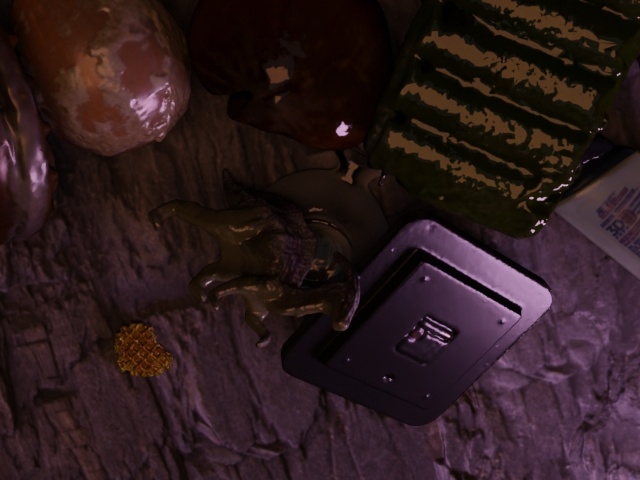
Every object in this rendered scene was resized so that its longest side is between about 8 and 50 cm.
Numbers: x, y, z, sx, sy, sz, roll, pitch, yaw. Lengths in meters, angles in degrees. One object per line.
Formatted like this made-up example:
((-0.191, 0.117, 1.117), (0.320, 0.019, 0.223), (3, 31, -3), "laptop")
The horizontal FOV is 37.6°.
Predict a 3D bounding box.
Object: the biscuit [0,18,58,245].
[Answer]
((-0.405, -0.144, 1.064), (0.103, 0.332, 0.332), (-24, 110, -33), "biscuit")

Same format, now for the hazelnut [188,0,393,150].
((-0.024, -0.208, 1.073), (0.217, 0.217, 0.251), (-44, 113, 14), "hazelnut")

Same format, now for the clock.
((0.125, 0.113, 1.180), (0.278, 0.049, 0.273), (27, 114, -33), "clock")

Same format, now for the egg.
((-0.256, -0.213, 1.082), (0.203, 0.203, 0.245), (-30, 97, 11), "egg")

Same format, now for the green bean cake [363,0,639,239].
((0.188, -0.187, 1.016), (0.218, 0.319, 0.335), (26, 102, -3), "green bean cake")

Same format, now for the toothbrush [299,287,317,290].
((0.089, 0.069, 1.187), (0.375, 0.028, 0.037), (-1, 115, -18), "toothbrush")

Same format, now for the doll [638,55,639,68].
((0.477, -0.244, 1.117), (0.194, 0.062, 0.104), (-9, 89, 15), "doll")

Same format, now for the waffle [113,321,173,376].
((-0.245, 0.150, 1.289), (0.078, 0.016, 0.085), (-14, 105, 6), "waffle")

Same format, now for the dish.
((0.000, 0.000, 1.202), (0.224, 0.078, 0.246), (26, 106, -4), "dish")

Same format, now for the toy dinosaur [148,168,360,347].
((-0.078, 0.020, 1.115), (0.162, 0.077, 0.294), (-32, 65, -18), "toy dinosaur")

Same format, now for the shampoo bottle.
((0.429, -0.015, 1.181), (0.359, 0.078, 0.134), (37, 101, -9), "shampoo bottle")
